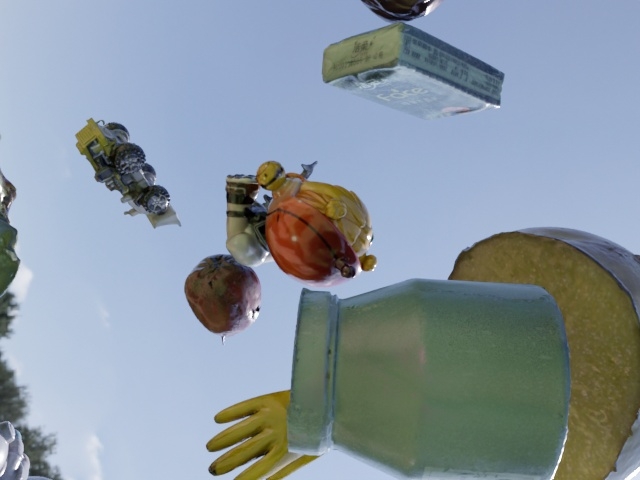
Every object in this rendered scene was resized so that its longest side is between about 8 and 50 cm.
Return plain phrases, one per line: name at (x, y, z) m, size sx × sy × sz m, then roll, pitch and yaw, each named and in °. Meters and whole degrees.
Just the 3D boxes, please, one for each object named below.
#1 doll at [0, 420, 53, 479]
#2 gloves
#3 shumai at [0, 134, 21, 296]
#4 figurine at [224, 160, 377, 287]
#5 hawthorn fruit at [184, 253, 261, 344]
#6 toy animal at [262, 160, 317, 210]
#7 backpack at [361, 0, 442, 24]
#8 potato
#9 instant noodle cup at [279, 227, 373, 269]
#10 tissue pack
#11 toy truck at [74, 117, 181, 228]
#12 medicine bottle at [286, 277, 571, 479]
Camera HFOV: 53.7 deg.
doll at (-0.440, 0.342, 0.856) m, size 0.151 × 0.151 × 0.287 m, roll 31°, pitch -36°, yaw 50°
gloves at (-0.060, 0.324, 1.098) m, size 0.133 × 0.295 × 0.116 m, roll 58°, pitch -22°, yaw 31°
shumai at (-0.441, -0.043, 0.667) m, size 0.330 × 0.292 × 0.288 m, roll -23°, pitch -83°, yaw 36°
figurine at (-0.034, -0.013, 1.247) m, size 0.323 × 0.320 × 0.196 m, roll 4°, pitch -126°, yaw 38°
hawthorn fruit at (-0.226, 0.146, 1.494) m, size 0.181 × 0.181 × 0.235 m, roll 41°, pitch -41°, yaw 46°
toy animal at (-0.075, -0.122, 1.527) m, size 0.202 × 0.070 × 0.105 m, roll -49°, pitch -177°, yaw -8°
backpack at (0.181, -0.592, 1.245) m, size 0.317 × 0.283 × 0.197 m, roll -52°, pitch -175°, yaw -10°
potato at (0.428, 0.201, 1.092) m, size 0.385 × 0.320 × 0.441 m, roll 20°, pitch -76°, yaw 51°
instant noodle cup at (0.000, 0.000, 1.676) m, size 0.207 × 0.233 × 0.206 m, roll 10°, pitch -69°, yaw 29°
tissue pack at (0.193, -0.339, 1.306) m, size 0.228 × 0.316 × 0.103 m, roll 1°, pitch -98°, yaw 52°
toy truck at (-0.393, -0.126, 1.301) m, size 0.136 × 0.111 × 0.285 m, roll 48°, pitch -12°, yaw 42°
medicine bottle at (0.112, 0.161, 0.751) m, size 0.245 × 0.290 × 0.244 m, roll 5°, pitch 90°, yaw -87°
